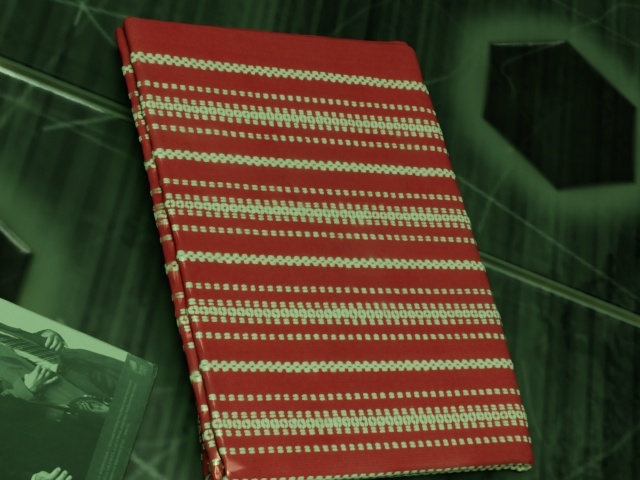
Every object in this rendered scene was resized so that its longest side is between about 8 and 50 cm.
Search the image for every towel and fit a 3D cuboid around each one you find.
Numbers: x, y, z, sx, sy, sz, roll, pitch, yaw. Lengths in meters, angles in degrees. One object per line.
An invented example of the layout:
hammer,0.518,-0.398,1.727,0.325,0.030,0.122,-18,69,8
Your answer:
towel,0.000,0.000,0.809,0.199,0.031,0.275,1,62,-30

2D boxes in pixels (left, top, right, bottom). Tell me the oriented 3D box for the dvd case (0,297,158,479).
dvd case,-0.203,0.084,0.644,0.238,0.029,0.179,24,52,-12
